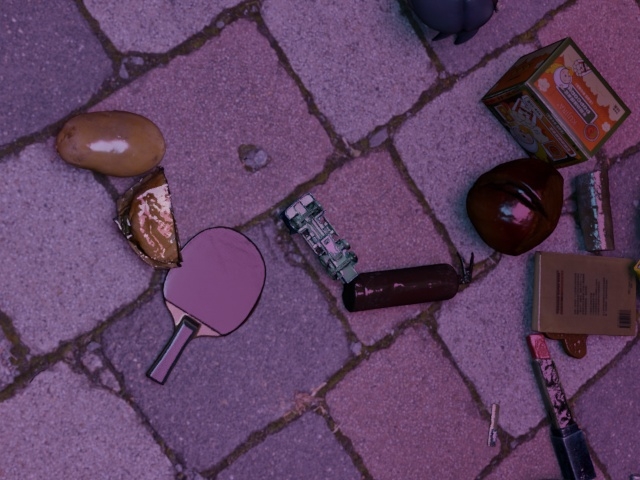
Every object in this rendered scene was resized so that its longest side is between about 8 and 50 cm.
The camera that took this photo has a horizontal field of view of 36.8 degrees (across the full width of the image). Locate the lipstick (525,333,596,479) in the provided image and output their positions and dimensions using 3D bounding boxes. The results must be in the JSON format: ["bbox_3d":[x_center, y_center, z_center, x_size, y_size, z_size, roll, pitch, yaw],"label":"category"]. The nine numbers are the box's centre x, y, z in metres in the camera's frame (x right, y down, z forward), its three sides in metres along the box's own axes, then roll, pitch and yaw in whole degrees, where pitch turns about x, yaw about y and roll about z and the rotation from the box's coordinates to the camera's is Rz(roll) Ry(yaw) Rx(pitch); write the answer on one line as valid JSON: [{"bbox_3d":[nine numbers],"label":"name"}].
[{"bbox_3d":[0.469,0.327,1.901,0.051,0.051,0.312,-19,92,-17],"label":"lipstick"}]

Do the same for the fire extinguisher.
[{"bbox_3d":[0.173,0.075,1.795,0.267,0.072,0.089,-6,78,-19],"label":"fire extinguisher"}]

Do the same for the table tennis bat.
[{"bbox_3d":[-0.208,0.117,1.684,0.173,0.022,0.301,34,76,-16],"label":"table tennis bat"}]

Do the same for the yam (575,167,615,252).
[{"bbox_3d":[0.552,-0.059,1.935,0.068,0.068,0.169,-5,91,-19],"label":"yam"}]

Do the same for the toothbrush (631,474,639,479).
[{"bbox_3d":[0.762,0.514,2.011,0.269,0.021,0.027,11,97,-18],"label":"toothbrush"}]

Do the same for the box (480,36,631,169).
[{"bbox_3d":[0.446,-0.255,1.845,0.148,0.177,0.195,-46,102,-14],"label":"box"}]

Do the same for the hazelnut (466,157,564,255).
[{"bbox_3d":[0.370,-0.071,1.829,0.178,0.178,0.204,40,71,-14],"label":"hazelnut"}]

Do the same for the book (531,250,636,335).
[{"bbox_3d":[0.525,0.109,1.908,0.230,0.026,0.161,5,84,-20],"label":"book"}]

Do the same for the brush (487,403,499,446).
[{"bbox_3d":[0.339,0.360,1.873,0.016,0.013,0.084,10,83,-17],"label":"brush"}]

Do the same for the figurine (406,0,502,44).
[{"bbox_3d":[0.258,-0.464,1.767,0.197,0.265,0.175,-35,86,10],"label":"figurine"}]

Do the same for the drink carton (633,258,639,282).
[{"bbox_3d":[0.698,0.097,1.962,0.084,0.074,0.200,-52,139,-17],"label":"drink carton"}]

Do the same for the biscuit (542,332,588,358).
[{"bbox_3d":[0.528,0.131,1.937,0.138,0.031,0.205,37,77,-15],"label":"biscuit"}]

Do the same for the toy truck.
[{"bbox_3d":[0.000,0.000,1.728,0.067,0.081,0.175,-40,98,-16],"label":"toy truck"}]

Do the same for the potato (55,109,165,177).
[{"bbox_3d":[-0.349,-0.160,1.595,0.178,0.109,0.119,1,60,-22],"label":"potato"}]

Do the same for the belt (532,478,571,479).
[{"bbox_3d":[0.418,0.611,1.837,0.227,0.115,0.324,20,81,-19],"label":"belt"}]

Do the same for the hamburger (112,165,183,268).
[{"bbox_3d":[-0.297,-0.032,1.631,0.102,0.087,0.176,-11,98,-8],"label":"hamburger"}]
